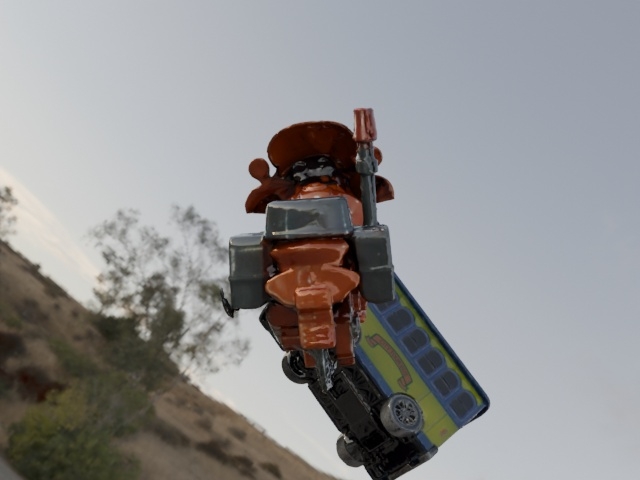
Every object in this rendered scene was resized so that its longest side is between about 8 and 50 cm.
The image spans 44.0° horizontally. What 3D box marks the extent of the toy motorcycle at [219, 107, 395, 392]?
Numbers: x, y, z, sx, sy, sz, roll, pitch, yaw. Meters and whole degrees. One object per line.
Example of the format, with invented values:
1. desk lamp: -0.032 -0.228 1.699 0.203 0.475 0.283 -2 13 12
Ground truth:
1. toy motorcycle: 0.000 0.000 0.700 0.325 0.148 0.221 -63 147 -86

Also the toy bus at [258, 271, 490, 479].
1. toy bus: 0.068 0.163 1.070 0.287 0.175 0.138 54 -44 11
